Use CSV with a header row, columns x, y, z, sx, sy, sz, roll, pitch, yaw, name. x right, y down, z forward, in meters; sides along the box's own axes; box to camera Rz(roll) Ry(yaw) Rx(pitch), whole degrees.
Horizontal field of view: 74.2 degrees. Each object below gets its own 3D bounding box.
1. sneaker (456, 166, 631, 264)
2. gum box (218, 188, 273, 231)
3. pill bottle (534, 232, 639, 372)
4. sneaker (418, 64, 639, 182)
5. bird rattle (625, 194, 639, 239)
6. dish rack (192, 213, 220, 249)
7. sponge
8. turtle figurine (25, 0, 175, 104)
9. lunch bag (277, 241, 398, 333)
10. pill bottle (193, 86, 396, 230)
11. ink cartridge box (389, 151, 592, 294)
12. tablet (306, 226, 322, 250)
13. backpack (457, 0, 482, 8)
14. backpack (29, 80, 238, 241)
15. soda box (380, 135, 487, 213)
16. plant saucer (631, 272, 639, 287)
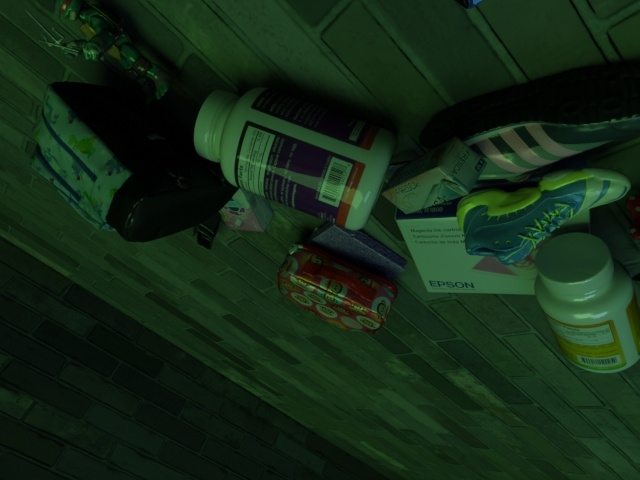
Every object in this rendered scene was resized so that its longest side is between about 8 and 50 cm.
x,y,z,sx,sy,sz,roll,pitch,yaw,name
0.322,-0.024,0.633,0.091,0.126,0.240,22,157,-39,sneaker
-0.198,-0.107,0.992,0.107,0.062,0.188,6,141,25,gum box
0.443,0.103,0.705,0.136,0.136,0.245,-9,134,39,pill bottle
0.311,-0.147,0.605,0.319,0.112,0.131,0,145,42,sneaker
0.534,-0.044,0.525,0.254,0.207,0.143,-19,103,36,bird rattle
-0.379,-0.086,1.075,0.272,0.074,0.208,31,162,-9,dish rack
0.089,0.027,1.012,0.210,0.031,0.117,32,146,-16,sponge
-0.383,-0.343,0.746,0.234,0.118,0.175,35,-179,-36,turtle figurine
0.035,0.120,1.050,0.293,0.120,0.258,25,159,7,lunch bag
-0.044,-0.151,0.740,0.323,0.181,0.181,21,145,6,pill bottle
0.318,-0.015,0.795,0.324,0.071,0.330,-3,138,34,ink cartridge box
0.000,0.000,1.061,0.054,0.006,0.083,28,145,-3,tablet
0.162,-0.335,0.454,0.101,0.098,0.120,-32,121,18,backpack
-0.384,-0.159,0.819,0.273,0.290,0.355,-42,85,27,backpack
0.165,-0.092,0.650,0.063,0.058,0.183,37,167,-10,soda box
0.584,0.031,0.529,0.318,0.043,0.317,-14,172,-2,plant saucer
